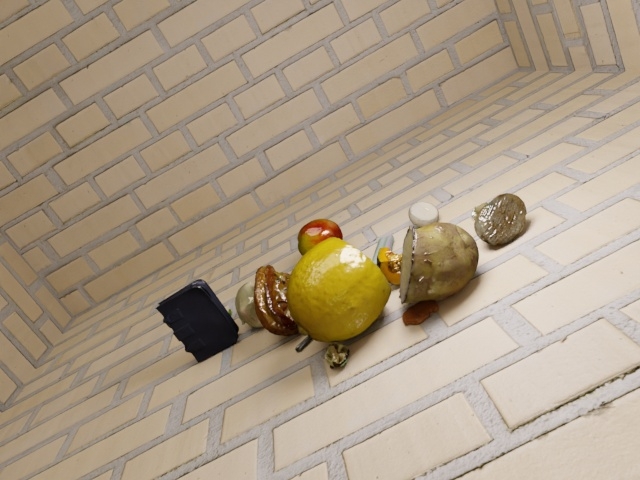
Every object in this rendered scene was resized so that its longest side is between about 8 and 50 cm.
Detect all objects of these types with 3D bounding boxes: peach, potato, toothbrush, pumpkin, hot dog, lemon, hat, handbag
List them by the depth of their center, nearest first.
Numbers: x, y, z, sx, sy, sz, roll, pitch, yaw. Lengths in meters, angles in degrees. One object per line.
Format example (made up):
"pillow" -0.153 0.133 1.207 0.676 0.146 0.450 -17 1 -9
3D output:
"hat" 0.055 0.382 1.593 0.076 0.059 0.077 17 52 18
"potato" 0.400 0.081 1.608 0.237 0.288 0.301 8 0 3
"lemon" 0.038 0.191 1.677 0.364 0.364 0.364 -26 20 11
"pumpkin" 0.341 0.086 1.833 0.248 0.125 0.131 -8 24 9
"toothbrush" 0.009 0.319 1.851 0.297 0.030 0.030 -42 -3 -26
"hot dog" -0.160 0.233 1.995 0.387 0.267 0.174 -107 40 -66
"handbag" -0.537 0.353 2.095 0.269 0.325 0.118 -29 18 2
"peach" 0.000 0.000 2.355 0.231 0.231 0.231 -26 20 11

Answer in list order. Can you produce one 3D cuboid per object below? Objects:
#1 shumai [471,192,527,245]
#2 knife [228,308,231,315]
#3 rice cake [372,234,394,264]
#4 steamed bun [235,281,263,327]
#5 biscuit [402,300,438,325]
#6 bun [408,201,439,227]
"shumai" 0.642 -0.071 1.770 0.209 0.161 0.153 -58 3 -10
"knife" -0.447 0.381 2.347 0.026 0.022 0.184 -4 20 -4
"rice cake" 0.278 0.044 2.114 0.080 0.042 0.221 -22 21 25
"steamed bun" -0.304 0.297 2.158 0.152 0.170 0.239 -50 22 0
"biscuit" 0.330 0.237 1.611 0.130 0.019 0.102 -33 19 -5
"bun" 0.455 -0.102 2.153 0.138 0.094 0.138 2 41 -2
